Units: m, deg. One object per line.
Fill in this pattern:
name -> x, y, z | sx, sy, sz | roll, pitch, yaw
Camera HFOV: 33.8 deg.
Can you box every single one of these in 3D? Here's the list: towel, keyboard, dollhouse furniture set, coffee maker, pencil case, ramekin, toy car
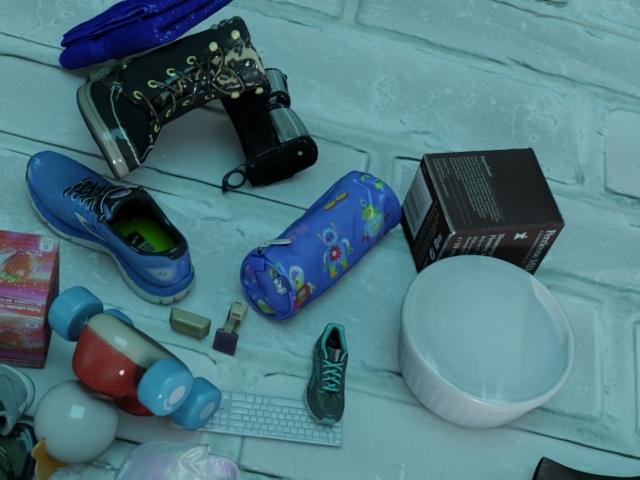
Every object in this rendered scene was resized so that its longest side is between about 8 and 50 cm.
towel -> -0.302, -0.390, 1.820 | 0.227, 0.308, 0.076 | -45, 118, -35
keyboard -> -0.091, 0.257, 1.548 | 0.256, 0.014, 0.072 | 9, 53, -8
dollhouse furniture set -> -0.166, 0.102, 1.612 | 0.114, 0.091, 0.081 | 18, 37, 3
coffee maker -> -0.112, -0.195, 1.812 | 0.171, 0.120, 0.178 | -12, 57, -21
pencil case -> 0.000, 0.000, 1.689 | 0.119, 0.133, 0.306 | 14, 42, 41
ramekin -> 0.244, 0.165, 1.626 | 0.273, 0.127, 0.272 | 6, 52, -8
toy car -> -0.305, 0.228, 1.444 | 0.219, 0.210, 0.238 | 35, 82, 24

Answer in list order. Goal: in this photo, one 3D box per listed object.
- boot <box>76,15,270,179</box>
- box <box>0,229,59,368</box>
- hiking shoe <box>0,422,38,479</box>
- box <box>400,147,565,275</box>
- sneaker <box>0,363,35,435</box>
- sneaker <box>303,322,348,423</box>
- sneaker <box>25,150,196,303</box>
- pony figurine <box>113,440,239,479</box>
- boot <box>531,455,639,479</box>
boot -> -0.227, -0.238, 1.676 | 0.284, 0.138, 0.377 | -22, 22, 0
box -> -0.531, 0.074, 1.492 | 0.300, 0.154, 0.142 | 8, 54, -9
hiking shoe -> -0.446, 0.314, 1.356 | 0.086, 0.114, 0.227 | 32, 53, 10
box -> 0.262, -0.037, 1.754 | 0.203, 0.168, 0.167 | -5, 55, -16
sneaker -> -0.495, 0.189, 1.380 | 0.229, 0.086, 0.132 | 25, 24, -9
sneaker -> 0.012, 0.194, 1.574 | 0.065, 0.076, 0.166 | 6, 48, -8
sneaker -> -0.321, -0.050, 1.636 | 0.330, 0.147, 0.130 | 34, 54, 13
pony figurine -> -0.266, 0.379, 1.224 | 0.351, 0.302, 0.363 | 8, 13, 38
boot -> 0.421, 0.364, 1.543 | 0.207, 0.090, 0.248 | 29, 56, 6
